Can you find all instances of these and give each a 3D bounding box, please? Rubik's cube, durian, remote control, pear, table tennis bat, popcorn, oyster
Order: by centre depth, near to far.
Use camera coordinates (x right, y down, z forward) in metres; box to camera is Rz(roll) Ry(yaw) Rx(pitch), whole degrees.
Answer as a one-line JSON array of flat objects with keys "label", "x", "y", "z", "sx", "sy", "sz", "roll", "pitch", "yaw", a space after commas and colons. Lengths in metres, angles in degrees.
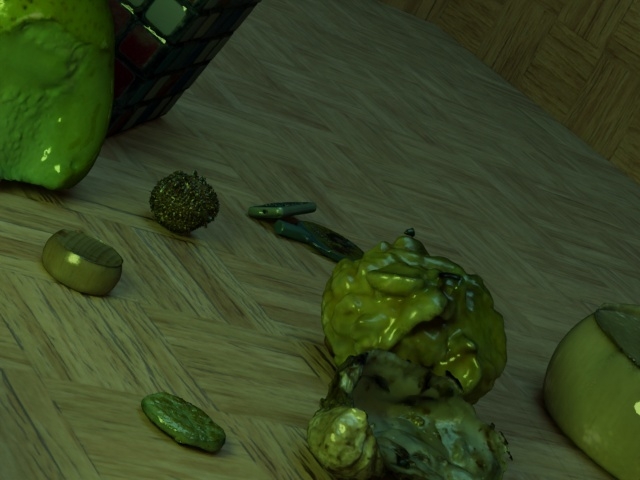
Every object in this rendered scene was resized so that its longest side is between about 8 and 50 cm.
[{"label": "oyster", "x": 0.087, "y": 0.202, "z": 1.718, "sx": 0.294, "sy": 0.094, "sz": 0.166, "roll": 29, "pitch": 31, "yaw": -38}, {"label": "popcorn", "x": 0.106, "y": 0.095, "z": 1.889, "sx": 0.218, "sy": 0.169, "sz": 0.189, "roll": 24, "pitch": 16, "yaw": -3}, {"label": "pear", "x": -0.320, "y": -0.208, "z": 1.903, "sx": 0.176, "sy": 0.282, "sz": 0.286, "roll": 30, "pitch": 14, "yaw": 35}, {"label": "durian", "x": -0.159, "y": -0.044, "z": 2.037, "sx": 0.080, "sy": 0.080, "sz": 0.091, "roll": 12, "pitch": 17, "yaw": -47}, {"label": "table tennis bat", "x": 0.000, "y": 0.000, "z": 2.282, "sx": 0.155, "sy": 0.019, "sz": 0.100, "roll": 18, "pitch": 20, "yaw": -40}, {"label": "remote control", "x": -0.050, "y": -0.041, "z": 2.292, "sx": 0.053, "sy": 0.018, "sz": 0.124, "roll": 0, "pitch": 4, "yaw": 24}, {"label": "Rubik's cube", "x": -0.271, "y": -0.342, "z": 2.302, "sx": 0.292, "sy": 0.287, "sz": 0.293, "roll": 42, "pitch": 17, "yaw": 2}]

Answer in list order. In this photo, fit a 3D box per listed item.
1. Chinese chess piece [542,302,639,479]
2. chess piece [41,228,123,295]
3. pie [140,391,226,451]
[{"label": "Chinese chess piece", "x": 0.442, "y": 0.218, "z": 2.150, "sx": 0.338, "sy": 0.140, "sz": 0.338, "roll": 27, "pitch": 17, "yaw": -9}, {"label": "chess piece", "x": -0.243, "y": 0.022, "z": 1.761, "sx": 0.084, "sy": 0.038, "sz": 0.083, "roll": 25, "pitch": 18, "yaw": -9}, {"label": "pie", "x": -0.122, "y": 0.164, "z": 1.562, "sx": 0.085, "sy": 0.017, "sz": 0.085, "roll": 28, "pitch": 15, "yaw": -8}]
